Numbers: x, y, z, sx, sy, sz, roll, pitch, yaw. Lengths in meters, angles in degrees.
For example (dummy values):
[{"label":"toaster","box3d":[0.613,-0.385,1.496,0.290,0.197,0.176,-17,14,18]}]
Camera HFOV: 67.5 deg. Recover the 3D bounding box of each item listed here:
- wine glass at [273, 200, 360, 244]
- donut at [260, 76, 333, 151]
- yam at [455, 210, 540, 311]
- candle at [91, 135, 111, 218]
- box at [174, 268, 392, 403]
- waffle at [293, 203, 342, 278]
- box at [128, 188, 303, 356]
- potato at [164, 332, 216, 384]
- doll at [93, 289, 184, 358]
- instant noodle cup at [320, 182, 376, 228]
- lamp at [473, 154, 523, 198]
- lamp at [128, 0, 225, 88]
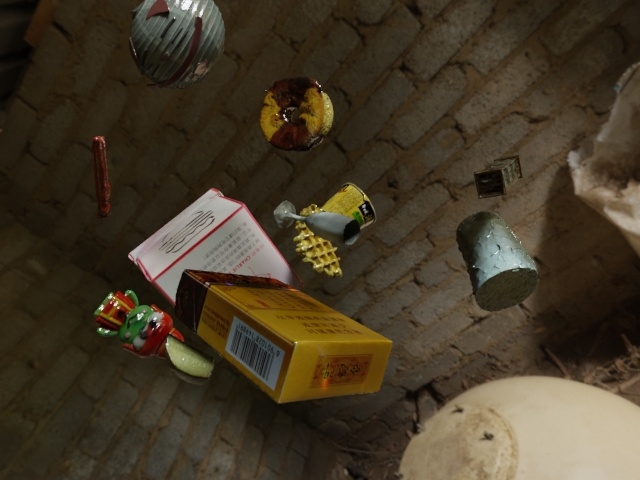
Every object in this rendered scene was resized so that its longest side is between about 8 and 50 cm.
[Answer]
[{"label":"wine glass","box3d":[-0.007,-0.034,0.968,0.198,0.066,0.066,17,63,42]},{"label":"donut","box3d":[-0.038,-0.219,0.838,0.140,0.140,0.059,-44,-26,25]},{"label":"yam","box3d":[0.615,0.070,1.704,0.241,0.241,0.348,-43,30,29]},{"label":"candle","box3d":[-0.760,-0.217,1.665,0.051,0.048,0.329,-82,7,-52]},{"label":"box","box3d":[-0.093,0.176,0.984,0.415,0.264,0.115,20,98,46]},{"label":"waffle","box3d":[0.000,0.000,1.276,0.046,0.161,0.192,-26,48,45]},{"label":"box","box3d":[-0.289,0.079,1.337,0.314,0.312,0.300,-42,27,-15]},{"label":"potato","box3d":[-0.370,0.329,1.258,0.120,0.149,0.081,-41,22,41]},{"label":"doll","box3d":[-0.628,0.325,1.723,0.182,0.363,0.160,-61,5,-28]},{"label":"instant noodle cup","box3d":[0.074,-0.077,1.416,0.122,0.151,0.151,-39,10,-17]},{"label":"lamp","box3d":[0.592,-0.215,1.582,0.089,0.090,0.325,-7,13,32]},{"label":"lamp","box3d":[-0.372,-0.519,1.232,0.265,0.233,0.233,-50,12,22]}]
